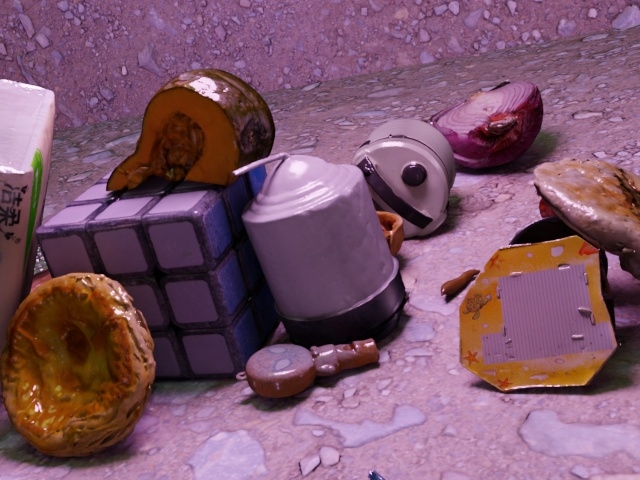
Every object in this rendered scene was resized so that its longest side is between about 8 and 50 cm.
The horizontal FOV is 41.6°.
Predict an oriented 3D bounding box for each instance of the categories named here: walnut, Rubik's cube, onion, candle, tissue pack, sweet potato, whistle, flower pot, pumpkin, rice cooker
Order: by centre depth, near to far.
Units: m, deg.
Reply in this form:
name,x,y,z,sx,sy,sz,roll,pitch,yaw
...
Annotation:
name,x,y,z,sx,sy,sz,roll,pitch,yaw
whistle,-0.019,0.191,1.281,0.220,0.057,0.107,-12,21,-8
flower pot,0.363,0.030,1.334,0.157,0.157,0.107,-10,11,8
pumpkin,-0.198,-0.143,1.359,0.280,0.190,0.139,-51,0,35
candle,0.000,0.000,1.363,0.221,0.342,0.221,-17,21,7
tissue pack,-0.574,-0.030,1.405,0.205,0.405,0.332,9,31,-18
Rubik's cube,-0.248,0.038,1.448,0.304,0.305,0.301,-6,23,20
sweet potato,0.237,0.073,1.456,0.026,0.026,0.115,7,25,42
walnut,0.079,0.012,1.610,0.167,0.087,0.211,-30,24,-20
rice cooker,0.166,-0.124,1.735,0.226,0.226,0.244,-8,21,14
onion,0.403,-0.240,1.941,0.267,0.159,0.348,-21,19,12

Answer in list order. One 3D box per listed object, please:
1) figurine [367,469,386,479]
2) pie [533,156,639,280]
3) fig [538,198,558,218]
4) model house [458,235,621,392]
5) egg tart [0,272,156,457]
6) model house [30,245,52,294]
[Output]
name,x,y,z,sx,sy,sz,roll,pitch,yaw
figurine,0.105,0.309,0.863,0.178,0.114,0.144,-14,22,-25
pie,0.466,-0.022,1.241,0.339,0.077,0.339,23,26,-12
fig,0.467,-0.062,1.599,0.089,0.089,0.125,-3,2,25
model house,0.316,0.115,1.208,0.219,0.207,0.136,-14,-17,25
egg tart,-0.359,0.188,1.284,0.295,0.295,0.116,-2,-8,26
model house,-0.634,0.095,1.712,0.183,0.172,0.166,-24,23,-27
